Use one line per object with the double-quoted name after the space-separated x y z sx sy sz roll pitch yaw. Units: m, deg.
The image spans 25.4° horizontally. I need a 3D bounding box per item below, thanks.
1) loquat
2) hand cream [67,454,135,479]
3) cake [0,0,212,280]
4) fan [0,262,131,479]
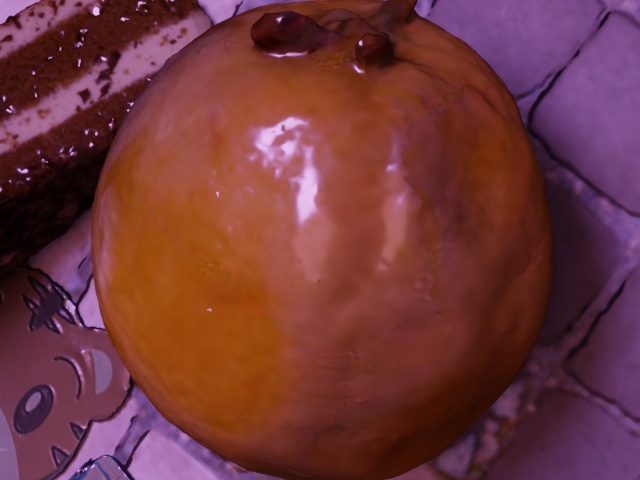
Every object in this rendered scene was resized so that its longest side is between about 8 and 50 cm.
0.000 0.000 0.684 0.238 0.193 0.238 13 111 37 "loquat"
-0.179 0.226 0.834 0.224 0.048 0.083 -44 74 10 "hand cream"
-0.180 -0.061 0.774 0.246 0.135 0.112 -39 75 15 "cake"
-0.218 0.108 0.861 0.152 0.008 0.227 43 103 15 "fan"
